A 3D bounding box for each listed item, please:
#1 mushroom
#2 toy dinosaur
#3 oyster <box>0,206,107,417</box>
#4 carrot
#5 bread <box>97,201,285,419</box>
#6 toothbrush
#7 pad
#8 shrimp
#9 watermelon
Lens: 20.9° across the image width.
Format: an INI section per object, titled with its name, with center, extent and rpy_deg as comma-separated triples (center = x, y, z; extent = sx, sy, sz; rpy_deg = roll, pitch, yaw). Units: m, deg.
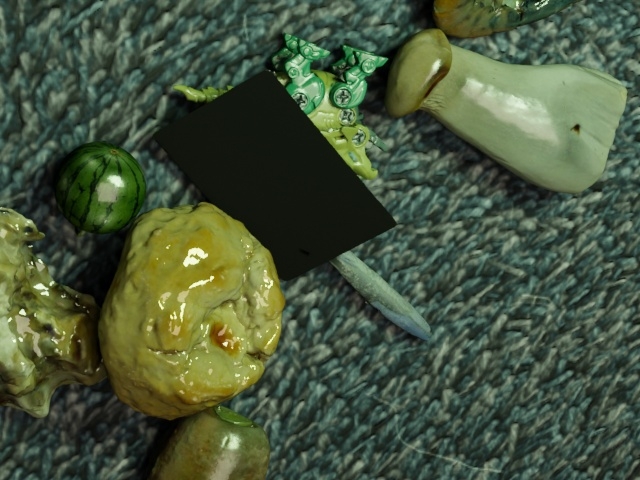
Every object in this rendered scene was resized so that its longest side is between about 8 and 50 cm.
[mushroom]
center = 0.215, -0.163, 2.034
extent = 0.328, 0.122, 0.159
rpy_deg = 20, 62, -30
[toy dinosaur]
center = -0.032, -0.162, 1.926
extent = 0.259, 0.094, 0.153
rpy_deg = 19, 95, -20
[oyster]
center = -0.368, 0.080, 1.822
extent = 0.238, 0.115, 0.351
rpy_deg = -38, 139, -11
[carrot]
center = -0.151, 0.337, 2.013
extent = 0.138, 0.139, 0.302
rpy_deg = 8, 104, -27
[bread]
center = -0.135, 0.077, 1.897
extent = 0.244, 0.134, 0.244
rpy_deg = -13, 108, -45
[toothbrush]
center = 0.000, 0.000, 2.018
extent = 0.413, 0.042, 0.035
rpy_deg = 42, 46, -31
[pad]
center = -0.048, -0.068, 1.934
extent = 0.159, 0.009, 0.265
rpy_deg = -27, 126, 20
[shrimp]
center = 0.251, -0.312, 1.965
extent = 0.262, 0.051, 0.198
rpy_deg = -16, 154, -16
[watermelon]
center = -0.237, -0.051, 1.856
extent = 0.109, 0.109, 0.109
rpy_deg = -8, 111, -22
